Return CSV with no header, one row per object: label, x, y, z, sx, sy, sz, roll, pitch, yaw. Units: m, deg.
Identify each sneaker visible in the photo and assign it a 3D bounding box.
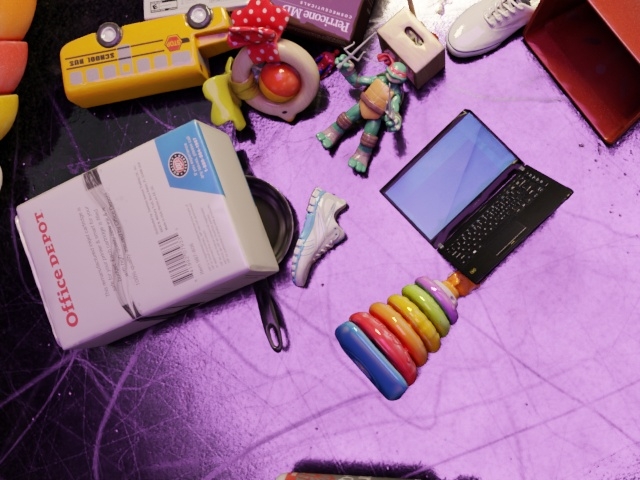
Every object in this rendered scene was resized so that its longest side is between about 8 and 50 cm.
sneaker,0.000,0.000,1.814,0.082,0.071,0.191,17,87,3
sneaker,0.345,-0.431,1.798,0.258,0.091,0.094,-32,81,3

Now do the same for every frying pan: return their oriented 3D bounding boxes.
frying pan,-0.105,0.025,1.831,0.197,0.053,0.326,-40,81,4

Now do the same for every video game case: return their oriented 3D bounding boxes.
video game case,-0.243,-0.529,1.910,0.212,0.023,0.193,-7,74,7

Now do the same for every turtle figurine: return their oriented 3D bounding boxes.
turtle figurine,0.095,-0.250,1.779,0.175,0.118,0.234,48,123,26

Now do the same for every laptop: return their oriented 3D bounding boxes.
laptop,0.272,-0.086,1.748,0.234,0.264,0.136,-44,117,2

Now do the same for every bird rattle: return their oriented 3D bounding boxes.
bird rattle,-0.098,-0.321,1.802,0.207,0.143,0.253,23,127,-16

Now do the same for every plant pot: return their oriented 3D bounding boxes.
plant pot,0.550,-0.373,1.695,0.235,0.267,0.267,-35,81,-10

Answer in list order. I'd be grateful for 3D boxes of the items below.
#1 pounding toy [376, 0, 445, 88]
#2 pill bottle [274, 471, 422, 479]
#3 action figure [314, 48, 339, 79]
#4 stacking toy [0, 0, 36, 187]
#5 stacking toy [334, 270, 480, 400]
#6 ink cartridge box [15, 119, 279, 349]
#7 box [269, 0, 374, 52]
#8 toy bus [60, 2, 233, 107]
pounding toy,0.169,-0.377,1.797,0.100,0.130,0.141,-41,80,1
pill bottle,0.095,0.513,1.673,0.362,0.210,0.210,1,84,7
action figure,-0.008,-0.326,1.868,0.115,0.030,0.038,-41,85,4
stacking toy,-0.692,-0.292,1.864,0.350,0.350,0.480,0,103,8
stacking toy,0.186,0.130,1.744,0.302,0.175,0.166,-40,79,-10
ink cartridge box,-0.317,-0.002,1.777,0.394,0.166,0.286,-23,80,15
box,0.032,-0.564,1.812,0.191,0.143,0.382,18,95,7
toy bus,-0.323,-0.354,1.873,0.332,0.108,0.130,-10,83,7
